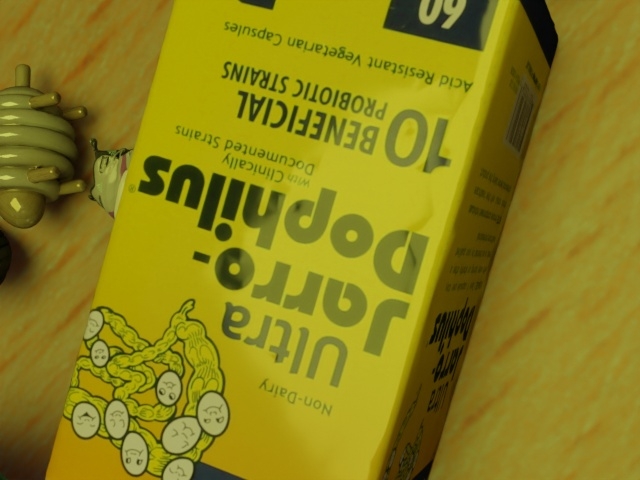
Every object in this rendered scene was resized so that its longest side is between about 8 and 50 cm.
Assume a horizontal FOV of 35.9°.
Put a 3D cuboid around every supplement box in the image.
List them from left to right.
[{"bbox_3d":[0.000,0.000,0.621,0.194,0.195,0.357,17,94,18],"label":"supplement box"}]

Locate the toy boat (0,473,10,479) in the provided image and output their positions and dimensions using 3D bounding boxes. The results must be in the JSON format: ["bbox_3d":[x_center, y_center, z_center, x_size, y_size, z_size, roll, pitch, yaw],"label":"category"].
[{"bbox_3d":[-0.216,0.271,0.693,0.148,0.267,0.318,-30,95,-21],"label":"toy boat"}]

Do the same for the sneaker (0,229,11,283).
[{"bbox_3d":[-0.396,0.032,0.801,0.330,0.122,0.146,9,109,17],"label":"sneaker"}]

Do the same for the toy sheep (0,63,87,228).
[{"bbox_3d":[-0.225,-0.072,0.755,0.091,0.091,0.132,-7,71,17],"label":"toy sheep"}]

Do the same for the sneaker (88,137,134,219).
[{"bbox_3d":[-0.145,-0.064,0.751,0.069,0.038,0.098,35,98,15],"label":"sneaker"}]
